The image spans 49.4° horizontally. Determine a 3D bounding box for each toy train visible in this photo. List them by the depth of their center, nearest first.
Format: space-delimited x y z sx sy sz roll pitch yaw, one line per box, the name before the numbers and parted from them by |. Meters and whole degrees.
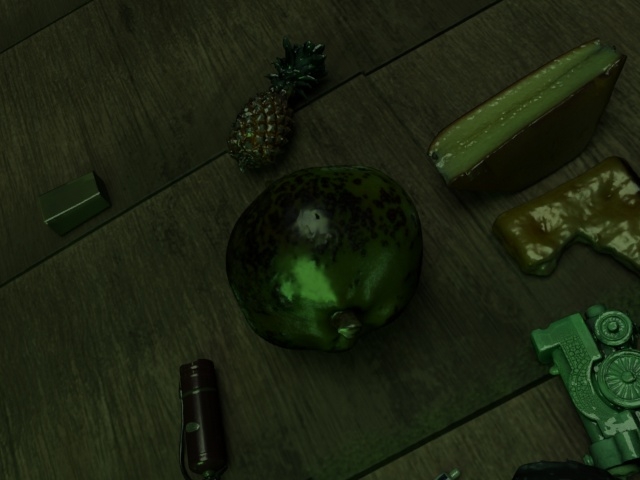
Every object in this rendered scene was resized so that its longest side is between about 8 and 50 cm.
toy train | 0.289 0.150 0.691 0.105 0.071 0.178 -25 56 14

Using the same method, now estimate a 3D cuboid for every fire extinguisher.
fire extinguisher | -0.141 0.222 0.815 0.078 0.045 0.157 -36 53 31

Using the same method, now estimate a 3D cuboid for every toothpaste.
toothpaste | 0.112 0.265 0.718 0.083 0.019 0.027 -42 75 -2

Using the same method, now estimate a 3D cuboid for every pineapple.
pineapple | -0.063 -0.189 0.984 0.083 0.103 0.221 29 70 -6

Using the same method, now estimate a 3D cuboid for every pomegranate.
pomegranate | 0.006 0.014 0.814 0.222 0.276 0.203 -21 97 1

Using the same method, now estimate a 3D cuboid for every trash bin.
trash bin | -0.368 -0.057 1.045 0.092 0.043 0.061 -27 57 -1

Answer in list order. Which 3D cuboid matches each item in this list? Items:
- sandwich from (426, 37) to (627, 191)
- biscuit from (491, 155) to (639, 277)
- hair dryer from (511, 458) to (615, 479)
sandwich | 0.253 -0.139 0.850 0.258 0.096 0.094 -32 51 1
biscuit | 0.308 0.000 0.787 0.183 0.039 0.174 -25 59 5
hair dryer | 0.341 0.299 0.588 0.352 0.107 0.189 2 61 11
